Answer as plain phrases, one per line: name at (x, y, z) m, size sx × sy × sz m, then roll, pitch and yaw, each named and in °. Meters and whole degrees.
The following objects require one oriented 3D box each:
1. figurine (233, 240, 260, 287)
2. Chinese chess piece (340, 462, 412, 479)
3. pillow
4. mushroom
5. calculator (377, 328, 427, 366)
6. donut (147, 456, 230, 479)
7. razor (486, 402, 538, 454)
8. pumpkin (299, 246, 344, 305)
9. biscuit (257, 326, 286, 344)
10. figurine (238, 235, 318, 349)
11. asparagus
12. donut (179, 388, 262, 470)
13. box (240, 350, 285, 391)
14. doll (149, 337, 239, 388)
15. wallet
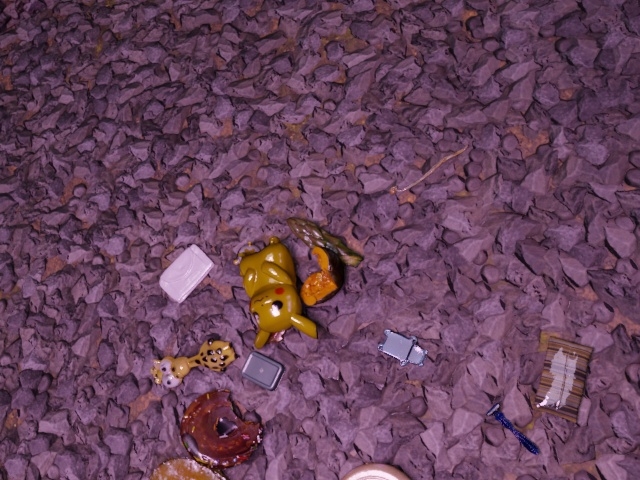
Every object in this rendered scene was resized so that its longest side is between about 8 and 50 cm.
figurine at (-0.232, 0.080, 1.794) m, size 0.102 × 0.068 × 0.143 m, roll 24°, pitch 80°, yaw 4°
Chinese chess piece at (0.147, 0.714, 1.460) m, size 0.251 × 0.097 × 0.250 m, roll -5°, pitch 70°, yaw 14°
pillow at (0.640, 0.364, 1.477) m, size 0.113 × 0.038 × 0.203 m, roll 14°, pitch 77°, yaw 19°
mushroom at (0.346, -0.220, 1.765) m, size 0.286 × 0.028 × 0.026 m, roll -29°, pitch 25°, yaw 3°
calculator at (0.238, 0.313, 1.614) m, size 0.141 × 0.019 × 0.094 m, roll 23°, pitch 80°, yaw 19°
donut at (-0.364, 0.744, 1.590) m, size 0.272 × 0.107 × 0.271 m, roll -3°, pitch 76°, yaw 12°
razor at (0.510, 0.500, 1.471) m, size 0.044 × 0.028 × 0.154 m, roll -45°, pitch 66°, yaw -3°
pumpkin at (0.018, 0.107, 1.683) m, size 0.119 × 0.108 × 0.183 m, roll 52°, pitch 129°, yaw 49°
biscuit at (-0.155, 0.259, 1.738) m, size 0.119 × 0.019 × 0.130 m, roll -35°, pitch 66°, yaw 1°
figurine at (-0.147, 0.163, 1.674) m, size 0.218 × 0.169 × 0.326 m, roll -26°, pitch 56°, yaw 23°
asparagus at (0.000, 0.000, 1.752) m, size 0.287 × 0.080 × 0.080 m, roll 34°, pitch 83°, yaw 23°
donut at (-0.290, 0.552, 1.600) m, size 0.230 × 0.096 × 0.216 m, roll 34°, pitch 46°, yaw 9°
box at (-0.175, 0.394, 1.691) m, size 0.126 × 0.031 × 0.091 m, roll 22°, pitch 79°, yaw 22°
doll at (-0.395, 0.378, 1.727) m, size 0.291 × 0.086 × 0.117 m, roll -19°, pitch 98°, yaw 10°
wallet at (-0.450, 0.108, 1.862) m, size 0.124 × 0.032 × 0.183 m, roll 41°, pitch 85°, yaw 21°
